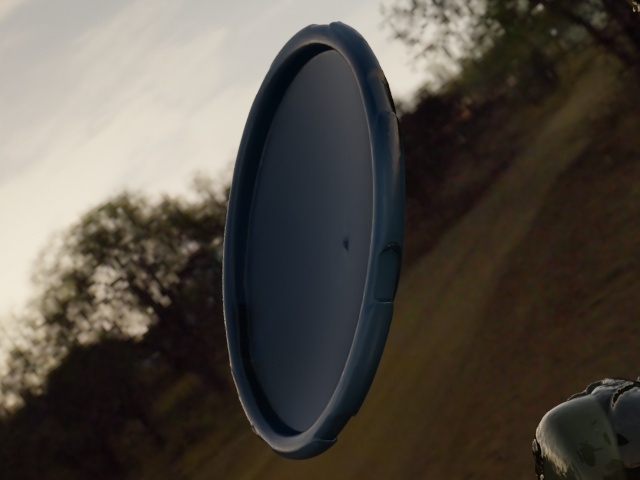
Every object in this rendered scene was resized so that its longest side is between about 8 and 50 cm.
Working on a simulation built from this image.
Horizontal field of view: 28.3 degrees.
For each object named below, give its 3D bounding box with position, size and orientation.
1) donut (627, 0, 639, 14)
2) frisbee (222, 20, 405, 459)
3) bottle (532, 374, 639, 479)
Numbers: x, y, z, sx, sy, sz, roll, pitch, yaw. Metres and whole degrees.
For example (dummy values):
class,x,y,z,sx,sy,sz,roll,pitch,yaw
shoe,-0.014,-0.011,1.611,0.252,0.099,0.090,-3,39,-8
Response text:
class,x,y,z,sx,sy,sz,roll,pitch,yaw
donut,0.229,-0.187,0.776,0.068,0.174,0.174,-38,0,-16
frisbee,0.000,0.000,0.707,0.045,0.242,0.242,4,-20,-23
bottle,0.357,0.172,1.072,0.347,0.168,0.168,-10,0,2
